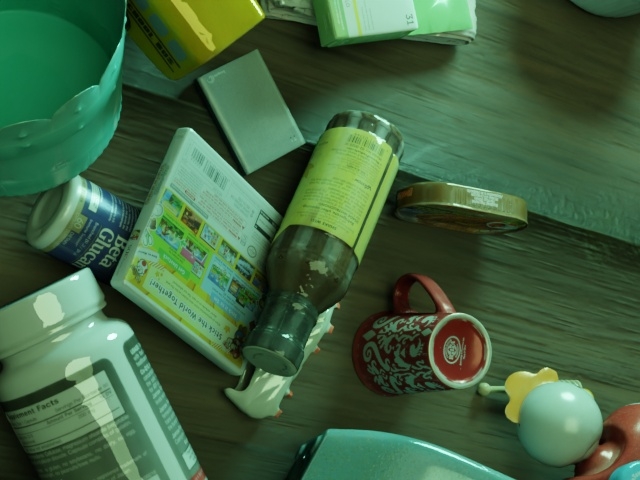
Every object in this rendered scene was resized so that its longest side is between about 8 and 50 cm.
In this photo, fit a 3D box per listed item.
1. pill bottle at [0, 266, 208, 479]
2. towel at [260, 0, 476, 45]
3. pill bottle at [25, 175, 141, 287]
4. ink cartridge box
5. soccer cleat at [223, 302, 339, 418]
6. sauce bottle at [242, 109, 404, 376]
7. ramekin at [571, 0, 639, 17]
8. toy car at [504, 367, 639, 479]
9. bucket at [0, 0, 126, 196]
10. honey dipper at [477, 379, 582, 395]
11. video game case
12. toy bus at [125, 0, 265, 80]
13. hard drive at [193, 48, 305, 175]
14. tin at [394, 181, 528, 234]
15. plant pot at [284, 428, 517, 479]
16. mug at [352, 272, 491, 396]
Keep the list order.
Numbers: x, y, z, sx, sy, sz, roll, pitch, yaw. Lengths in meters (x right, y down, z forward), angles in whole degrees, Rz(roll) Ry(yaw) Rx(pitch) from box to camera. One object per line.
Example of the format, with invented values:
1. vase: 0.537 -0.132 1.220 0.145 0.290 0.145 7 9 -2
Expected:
1. pill bottle: -0.250 0.184 1.265 0.161 0.161 0.283 -28 96 -27
2. towel: 0.071 -0.441 1.562 0.317 0.053 0.331 2 84 -27
3. pill bottle: -0.238 0.000 1.323 0.169 0.094 0.094 31 71 -32
4. ink cartridge box: 0.097 -0.348 1.509 0.235 0.056 0.171 -11 90 -24
5. soccer cleat: -0.045 0.126 1.431 0.076 0.068 0.196 35 73 -16
6. sauce bottle: 0.000 0.000 1.414 0.111 0.111 0.344 35 59 -19
7. ramekin: 0.450 -0.461 1.707 0.277 0.135 0.277 3 82 -26
8. toy car: 0.352 0.252 1.552 0.210 0.219 0.238 -40 84 -25
9. bucket: -0.333 -0.190 1.211 0.281 0.183 0.281 2 68 -5
10. honey dipper: 0.287 0.205 1.608 0.161 0.030 0.030 5 82 -23
11. video game case: -0.129 0.017 1.357 0.227 0.026 0.206 45 55 -43
12. toy bus: -0.211 -0.337 1.250 0.108 0.130 0.332 -42 103 -24
13. hard drive: -0.089 -0.161 1.465 0.094 0.022 0.135 -31 98 -26
14. tin: 0.188 -0.042 1.542 0.190 0.106 0.040 10 79 -26
15. plant pot: 0.066 0.351 1.367 0.252 0.247 0.247 31 71 -3
16. mug: 0.121 0.123 1.454 0.113 0.169 0.150 -24 95 -26
